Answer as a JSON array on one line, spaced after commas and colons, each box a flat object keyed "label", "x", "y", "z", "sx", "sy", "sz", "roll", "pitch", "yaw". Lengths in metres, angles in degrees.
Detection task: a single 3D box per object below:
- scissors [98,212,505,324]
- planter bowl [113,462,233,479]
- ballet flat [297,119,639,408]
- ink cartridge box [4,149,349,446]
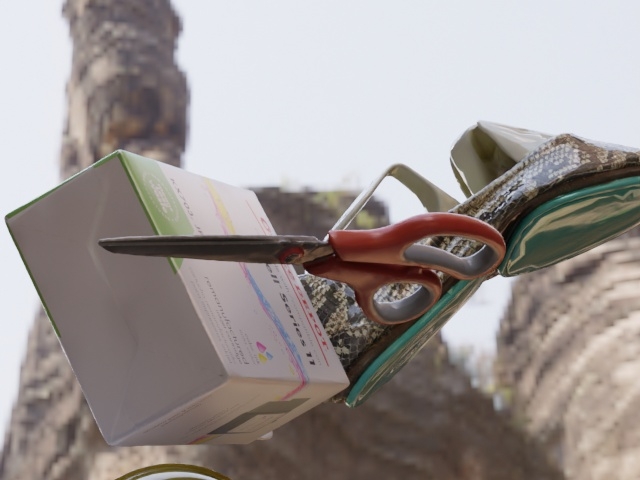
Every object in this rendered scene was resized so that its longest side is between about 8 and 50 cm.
[{"label": "scissors", "x": 0.000, "y": 0.000, "z": 1.230, "sx": 0.109, "sy": 0.021, "sz": 0.297, "roll": -39, "pitch": -35, "yaw": 29}, {"label": "planter bowl", "x": -0.106, "y": 0.289, "z": 1.635, "sx": 0.217, "sy": 0.217, "sz": 0.090, "roll": 14, "pitch": -18, "yaw": -20}, {"label": "ballet flat", "x": 0.139, "y": -0.016, "z": 1.928, "sx": 0.483, "sy": 0.182, "sz": 0.164, "roll": -30, "pitch": -20, "yaw": -29}, {"label": "ink cartridge box", "x": -0.097, "y": 0.057, "z": 1.633, "sx": 0.119, "sy": 0.207, "sz": 0.353, "roll": -30, "pitch": -14, "yaw": 14}]
